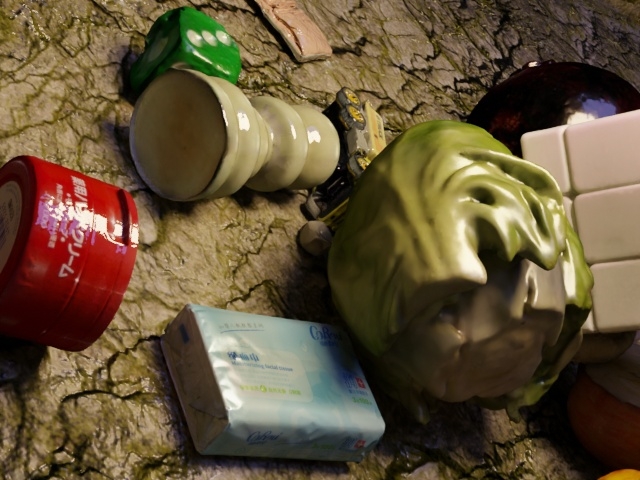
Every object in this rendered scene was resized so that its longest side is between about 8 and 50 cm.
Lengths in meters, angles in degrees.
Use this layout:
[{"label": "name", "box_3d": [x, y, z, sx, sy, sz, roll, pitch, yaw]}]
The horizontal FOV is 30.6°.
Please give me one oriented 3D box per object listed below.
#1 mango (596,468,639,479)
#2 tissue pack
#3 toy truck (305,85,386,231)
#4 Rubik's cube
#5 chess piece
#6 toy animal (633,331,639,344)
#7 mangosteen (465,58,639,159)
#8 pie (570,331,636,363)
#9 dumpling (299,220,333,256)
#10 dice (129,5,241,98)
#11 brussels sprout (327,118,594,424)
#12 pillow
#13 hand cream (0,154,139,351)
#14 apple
[{"label": "mango", "box_3d": [0.496, 0.485, 1.653, 0.199, 0.201, 0.350, -38, 93, -31]}, {"label": "tissue pack", "box_3d": [-0.053, 0.176, 1.430, 0.263, 0.089, 0.177, 15, 40, -43]}, {"label": "toy truck", "box_3d": [0.060, -0.116, 1.886, 0.157, 0.124, 0.272, 32, 31, -30]}, {"label": "Rubik's cube", "box_3d": [0.530, -0.037, 1.761, 0.322, 0.318, 0.316, -4, 86, -48]}, {"label": "chess piece", "box_3d": [-0.095, -0.141, 1.675, 0.330, 0.182, 0.182, -1, 54, -53]}, {"label": "toy animal", "box_3d": [0.573, 0.157, 2.251, 0.185, 0.104, 0.184, -39, 115, -76]}, {"label": "mangosteen", "box_3d": [0.451, -0.115, 2.148, 0.382, 0.382, 0.435, -5, 73, -53]}, {"label": "pie", "box_3d": [0.375, 0.105, 1.959, 0.339, 0.077, 0.339, 18, 17, -5]}, {"label": "dumpling", "box_3d": [0.001, -0.002, 1.740, 0.057, 0.076, 0.052, 20, 62, -30]}, {"label": "dice", "box_3d": [-0.199, -0.255, 1.722, 0.120, 0.131, 0.128, 28, 34, -32]}, {"label": "brussels sprout", "box_3d": [0.174, 0.030, 1.613, 0.361, 0.342, 0.425, 58, -7, 37]}, {"label": "pillow", "box_3d": [-0.072, -0.424, 2.168, 0.232, 0.043, 0.126, 50, 25, 11]}, {"label": "hand cream", "box_3d": [-0.289, 0.014, 1.230, 0.125, 0.193, 0.193, 19, 40, -35]}, {"label": "apple", "box_3d": [0.513, 0.292, 1.912, 0.251, 0.163, 0.293, 21, 18, 15]}]
